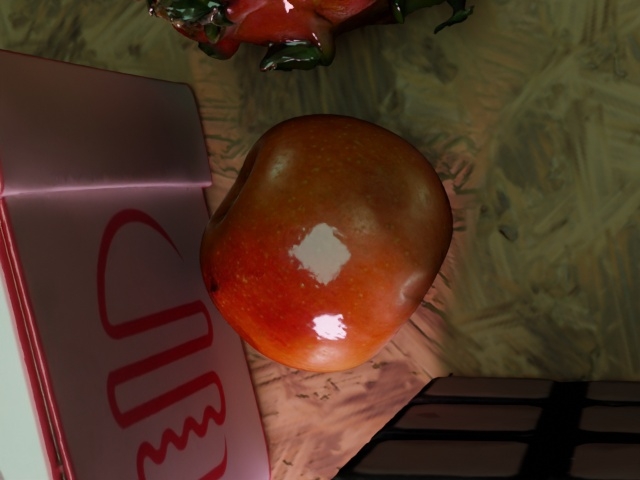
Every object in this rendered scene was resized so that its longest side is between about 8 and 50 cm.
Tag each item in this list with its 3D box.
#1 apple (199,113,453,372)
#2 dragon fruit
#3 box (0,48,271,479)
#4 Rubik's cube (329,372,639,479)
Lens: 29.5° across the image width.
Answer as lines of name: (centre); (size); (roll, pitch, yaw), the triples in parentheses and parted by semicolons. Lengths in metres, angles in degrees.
apple: (0.000, 0.000, 0.756); (0.139, 0.163, 0.163); (35, 101, 0)
dragon fruit: (0.023, -0.188, 0.734); (0.269, 0.198, 0.200); (18, 76, 6)
box: (-0.237, 0.070, 0.743); (0.314, 0.312, 0.300); (-13, 90, 14)
Rubik's cube: (0.178, 0.243, 0.643); (0.303, 0.301, 0.305); (-2, 93, 15)
